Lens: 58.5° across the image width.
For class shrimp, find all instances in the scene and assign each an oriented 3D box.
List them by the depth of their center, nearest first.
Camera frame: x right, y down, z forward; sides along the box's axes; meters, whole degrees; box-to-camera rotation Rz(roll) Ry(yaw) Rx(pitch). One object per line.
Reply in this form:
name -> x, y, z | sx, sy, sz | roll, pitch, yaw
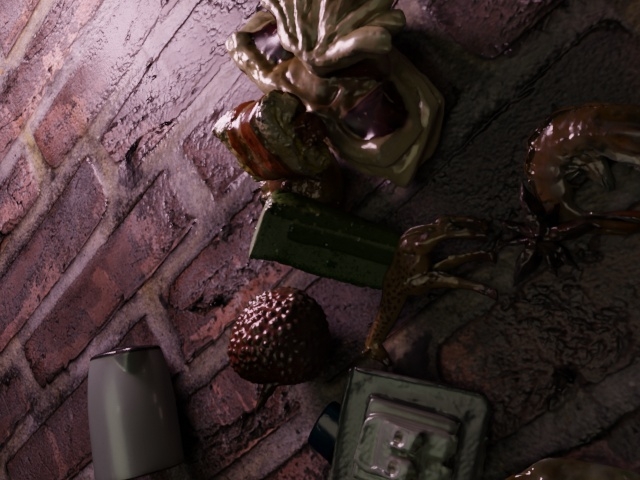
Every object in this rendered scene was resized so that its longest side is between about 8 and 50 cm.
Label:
shrimp -> 0.365, -0.078, 0.688 | 0.253, 0.058, 0.173 | 26, 111, 35

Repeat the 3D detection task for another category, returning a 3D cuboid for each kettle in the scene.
kettle -> -0.369, 0.325, 1.109 | 0.221, 0.161, 0.236 | -33, 67, 61

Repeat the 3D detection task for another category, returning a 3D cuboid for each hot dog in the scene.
hot dog -> -0.065, -0.151, 0.837 | 0.103, 0.146, 0.213 | -49, 31, -21

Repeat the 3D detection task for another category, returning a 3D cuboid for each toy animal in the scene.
toy animal -> 0.139, 0.068, 0.824 | 0.276, 0.054, 0.149 | -39, 84, 24

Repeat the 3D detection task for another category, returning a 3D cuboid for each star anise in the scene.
star anise -> 0.279, 0.007, 0.738 | 0.124, 0.056, 0.129 | 35, 120, 25

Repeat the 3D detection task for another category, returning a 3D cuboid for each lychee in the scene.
lychee -> -0.064, 0.169, 0.896 | 0.165, 0.165, 0.197 | -5, 70, 33

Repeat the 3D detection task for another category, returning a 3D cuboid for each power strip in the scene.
power strip -> 0.117, 0.291, 0.787 | 0.213, 0.064, 0.198 | 8, 86, 18

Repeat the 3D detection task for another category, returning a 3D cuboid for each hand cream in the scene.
hand cream -> 0.102, 0.355, 0.847 | 0.271, 0.061, 0.120 | 35, 108, 24

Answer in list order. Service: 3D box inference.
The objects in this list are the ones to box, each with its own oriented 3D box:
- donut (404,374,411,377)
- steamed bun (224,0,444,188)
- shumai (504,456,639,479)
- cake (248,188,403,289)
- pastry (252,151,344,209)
donut -> 0.120, 0.252, 0.846 | 0.067, 0.038, 0.083 | 46, 111, 22
steamed bun -> 0.015, -0.284, 0.852 | 0.428, 0.189, 0.247 | 44, 104, 27
shumai -> 0.273, 0.420, 0.606 | 0.309, 0.264, 0.303 | 29, 106, 31
cake -> 0.014, 0.009, 0.840 | 0.236, 0.099, 0.100 | 21, 108, 6
pastry -> -0.031, -0.089, 0.932 | 0.154, 0.081, 0.153 | -6, 78, 27
